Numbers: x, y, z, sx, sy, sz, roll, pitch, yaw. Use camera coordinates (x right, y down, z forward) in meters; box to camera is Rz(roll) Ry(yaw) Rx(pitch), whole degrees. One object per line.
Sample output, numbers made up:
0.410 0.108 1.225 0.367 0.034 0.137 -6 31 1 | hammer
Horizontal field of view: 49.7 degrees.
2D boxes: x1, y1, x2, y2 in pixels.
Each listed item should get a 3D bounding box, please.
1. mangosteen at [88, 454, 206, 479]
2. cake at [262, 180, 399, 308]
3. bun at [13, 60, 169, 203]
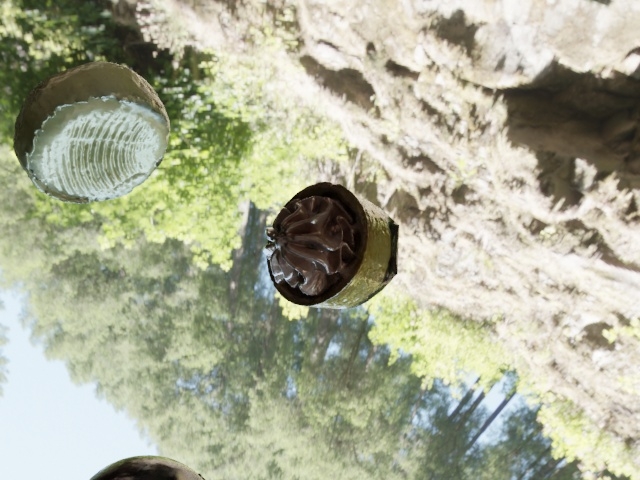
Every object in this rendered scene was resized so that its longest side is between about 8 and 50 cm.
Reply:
-0.240 0.424 0.887 0.232 0.231 0.289 21 -135 8 | mangosteen
0.000 0.000 1.039 0.208 0.178 0.185 -33 -118 14 | cake
-0.389 -0.192 1.162 0.260 0.259 0.152 -17 -124 -18 | bun
